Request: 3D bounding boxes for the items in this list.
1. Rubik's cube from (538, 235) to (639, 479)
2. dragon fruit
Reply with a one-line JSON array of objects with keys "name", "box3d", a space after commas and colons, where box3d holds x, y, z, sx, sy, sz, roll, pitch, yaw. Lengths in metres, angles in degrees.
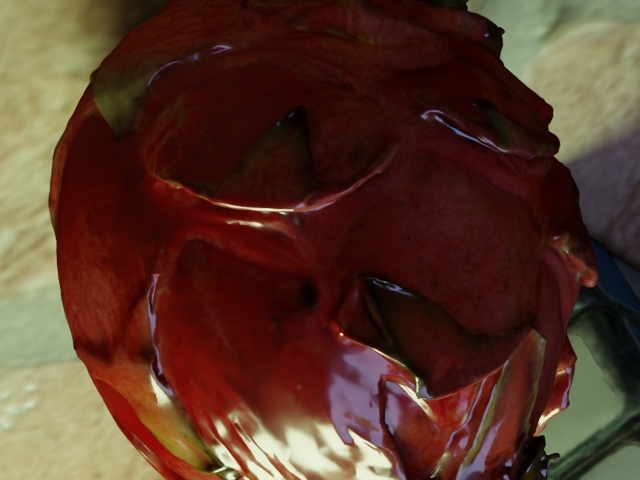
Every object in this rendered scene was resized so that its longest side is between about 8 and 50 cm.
[{"name": "Rubik's cube", "box3d": [0.117, 0.206, 0.873, 0.292, 0.293, 0.287, -42, 144, 17]}, {"name": "dragon fruit", "box3d": [0.000, 0.000, 0.612, 0.172, 0.209, 0.172, -6, 161, -2]}]
